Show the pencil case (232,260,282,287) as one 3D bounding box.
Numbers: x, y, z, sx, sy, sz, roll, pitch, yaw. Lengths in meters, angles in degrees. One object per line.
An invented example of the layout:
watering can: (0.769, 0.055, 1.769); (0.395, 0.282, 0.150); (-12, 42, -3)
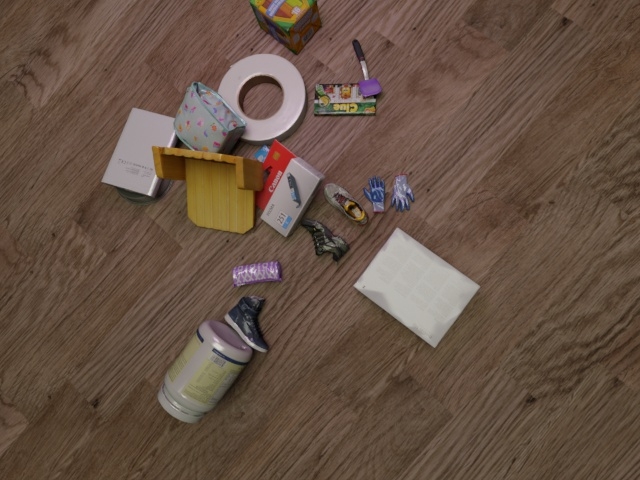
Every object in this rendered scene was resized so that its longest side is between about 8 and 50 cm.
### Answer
pencil case: (-0.257, 0.137, 1.654); (0.206, 0.086, 0.088); (-10, 48, 8)

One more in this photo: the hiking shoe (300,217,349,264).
hiking shoe: (0.000, 0.000, 1.637); (0.227, 0.086, 0.114); (34, 86, 9)

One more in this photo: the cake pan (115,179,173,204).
cake pan: (-0.788, -0.303, 1.795); (0.293, 0.054, 0.293); (-1, 83, 8)

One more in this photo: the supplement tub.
supplement tub: (-0.440, 0.495, 1.562); (0.235, 0.235, 0.324); (36, 89, 10)

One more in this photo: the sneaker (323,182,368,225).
sneaker: (0.104, -0.154, 1.638); (0.225, 0.093, 0.088); (40, 90, 11)

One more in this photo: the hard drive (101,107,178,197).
hard drive: (-0.755, -0.376, 1.743); (0.233, 0.047, 0.352); (16, 80, 7)

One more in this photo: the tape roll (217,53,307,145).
tape roll: (-0.250, -0.601, 1.749); (0.392, 0.072, 0.391); (-1, 83, 8)

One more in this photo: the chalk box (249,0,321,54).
chalk box: (-0.167, -0.974, 1.727); (0.289, 0.179, 0.180); (40, 89, 10)

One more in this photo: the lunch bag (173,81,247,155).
lunch bag: (-0.465, -0.477, 1.667); (0.262, 0.160, 0.223); (45, 128, 1)

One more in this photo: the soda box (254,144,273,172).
soda box: (-0.177, -0.297, 1.703); (0.067, 0.071, 0.210); (-45, 80, 0)

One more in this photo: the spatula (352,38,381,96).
spatula: (0.182, -0.727, 1.711); (0.084, 0.030, 0.296); (-13, 75, -2)

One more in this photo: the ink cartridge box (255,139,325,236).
ink cartridge box: (-0.160, -0.205, 1.628); (0.261, 0.066, 0.296); (38, 119, 10)

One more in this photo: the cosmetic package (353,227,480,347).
cosmetic package: (0.359, 0.176, 1.564); (0.377, 0.097, 0.284); (37, 87, 10)

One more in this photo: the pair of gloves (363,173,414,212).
pair of gloves: (0.275, -0.190, 1.656); (0.198, 0.023, 0.159); (-5, 81, 6)

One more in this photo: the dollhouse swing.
dollhouse swing: (-0.427, -0.178, 1.568); (0.347, 0.315, 0.304); (10, 98, 9)

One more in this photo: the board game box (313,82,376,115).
board game box: (0.104, -0.594, 1.723); (0.260, 0.030, 0.136); (1, 85, 8)

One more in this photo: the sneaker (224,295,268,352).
sneaker: (-0.256, 0.323, 1.634); (0.226, 0.086, 0.163); (43, 93, 11)
